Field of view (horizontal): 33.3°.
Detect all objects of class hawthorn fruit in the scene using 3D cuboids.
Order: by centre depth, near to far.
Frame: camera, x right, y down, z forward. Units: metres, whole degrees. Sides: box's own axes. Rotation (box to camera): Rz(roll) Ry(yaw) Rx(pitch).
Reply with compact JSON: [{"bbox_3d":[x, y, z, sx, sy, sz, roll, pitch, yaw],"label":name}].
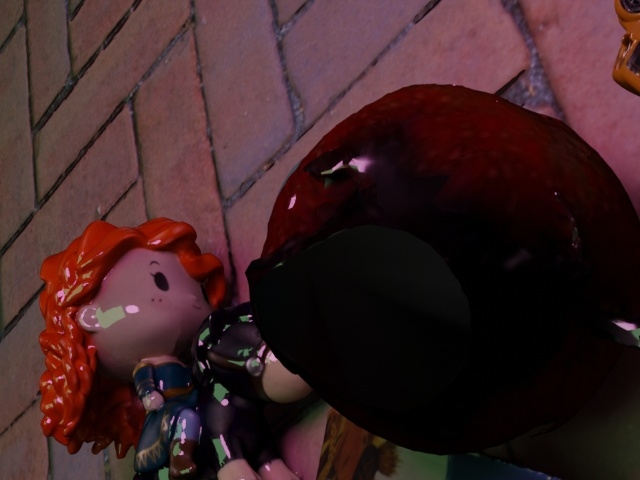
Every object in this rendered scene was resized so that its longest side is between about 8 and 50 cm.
[{"bbox_3d":[0.091,0.021,0.821,0.316,0.316,0.315,-23,60,47],"label":"hawthorn fruit"}]

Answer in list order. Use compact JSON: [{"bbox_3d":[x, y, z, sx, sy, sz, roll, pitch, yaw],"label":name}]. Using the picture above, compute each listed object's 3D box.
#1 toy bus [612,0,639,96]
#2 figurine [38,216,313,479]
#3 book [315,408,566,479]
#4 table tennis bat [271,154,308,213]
[{"bbox_3d":[0.288,-0.126,0.801,0.088,0.083,0.194,-59,40,21],"label":"toy bus"},{"bbox_3d":[-0.164,0.151,1.195,0.412,0.241,0.306,29,110,42],"label":"figurine"},{"bbox_3d":[0.073,0.308,0.870,0.428,0.039,0.299,176,106,-68],"label":"book"},{"bbox_3d":[0.000,0.000,1.170,0.153,0.040,0.244,-56,36,24],"label":"table tennis bat"}]
